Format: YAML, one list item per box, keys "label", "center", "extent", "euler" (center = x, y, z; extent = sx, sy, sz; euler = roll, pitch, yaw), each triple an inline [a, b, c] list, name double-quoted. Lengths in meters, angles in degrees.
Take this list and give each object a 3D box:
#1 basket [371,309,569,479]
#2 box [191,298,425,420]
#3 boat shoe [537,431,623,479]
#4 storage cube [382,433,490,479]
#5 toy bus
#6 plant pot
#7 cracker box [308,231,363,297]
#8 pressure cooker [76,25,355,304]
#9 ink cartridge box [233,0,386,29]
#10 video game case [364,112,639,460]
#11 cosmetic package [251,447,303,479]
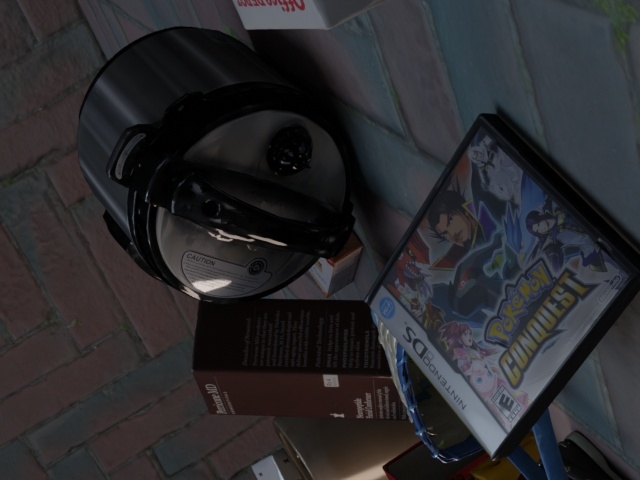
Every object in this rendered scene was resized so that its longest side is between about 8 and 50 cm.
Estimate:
- label: "basket"
  center: [0.195, 0.160, 1.369]
  extent: [0.289, 0.201, 0.255]
  euler: [51, 164, 54]
- label: "box"
  center: [-0.002, 0.192, 1.805]
  extent: [0.191, 0.381, 0.143]
  euler: [80, -167, -59]
- label: "boat shoe"
  center: [0.368, 0.339, 1.423]
  extent: [0.228, 0.069, 0.081]
  euler: [45, 162, 47]
- label: "storage cube"
  center: [0.245, 0.422, 1.828]
  extent: [0.193, 0.184, 0.215]
  euler: [61, 167, -12]
- label: "toy bus"
  center: [0.266, 0.363, 1.618]
  extent: [0.104, 0.191, 0.202]
  euler: [150, 133, -77]
- label: "plant pot"
  center: [0.077, 0.341, 2.080]
  extent: [0.323, 0.280, 0.323]
  euler: [55, 168, 18]
- label: "cracker box"
  center: [0.000, 0.000, 2.068]
  extent: [0.155, 0.067, 0.232]
  euler: [55, 166, 14]
- label: "pressure cooker"
  center: [-0.160, -0.110, 1.748]
  extent: [0.420, 0.370, 0.375]
  euler: [44, 153, 47]
- label: "ink cartridge box"
  center: [-0.054, -0.410, 1.108]
  extent: [0.384, 0.160, 0.279]
  euler: [63, 167, -19]
- label: "video game case"
  center: [0.183, 0.049, 1.182]
  extent: [0.248, 0.035, 0.275]
  euler: [51, 127, 32]
- label: "cosmetic package"
  center: [0.072, 0.550, 2.216]
  extent: [0.097, 0.284, 0.377]
  euler: [-40, 76, 51]
